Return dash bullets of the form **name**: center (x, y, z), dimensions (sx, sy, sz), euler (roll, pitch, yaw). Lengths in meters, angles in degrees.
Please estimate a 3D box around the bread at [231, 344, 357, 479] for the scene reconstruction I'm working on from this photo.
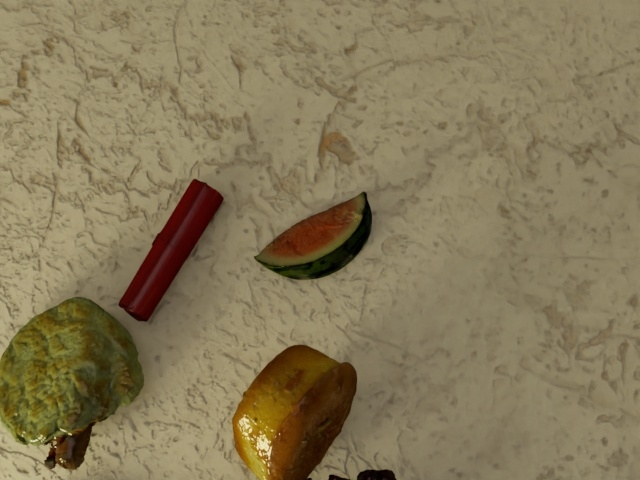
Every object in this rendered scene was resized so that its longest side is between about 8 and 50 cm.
- **bread**: center (-0.040, 0.296, 1.714), dimensions (0.146, 0.268, 0.268), euler (33, 78, 20)

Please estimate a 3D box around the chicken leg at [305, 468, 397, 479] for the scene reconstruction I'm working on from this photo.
- **chicken leg**: center (0.006, 0.506, 1.718), dimensions (0.177, 0.083, 0.322), euler (42, 81, -8)

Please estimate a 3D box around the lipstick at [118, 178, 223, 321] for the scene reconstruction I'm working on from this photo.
- **lipstick**: center (-0.279, 0.019, 1.878), dimensions (0.073, 0.073, 0.279), euler (28, 77, 8)

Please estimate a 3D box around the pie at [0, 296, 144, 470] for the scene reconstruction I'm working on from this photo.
- **pie**: center (-0.459, 0.244, 1.809), dimensions (0.257, 0.105, 0.274), euler (35, 78, 19)

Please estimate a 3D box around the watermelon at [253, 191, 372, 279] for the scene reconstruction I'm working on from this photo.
- **watermelon**: center (0.001, 0.001, 1.887), dimensions (0.245, 0.063, 0.119), euler (-32, 59, -1)
